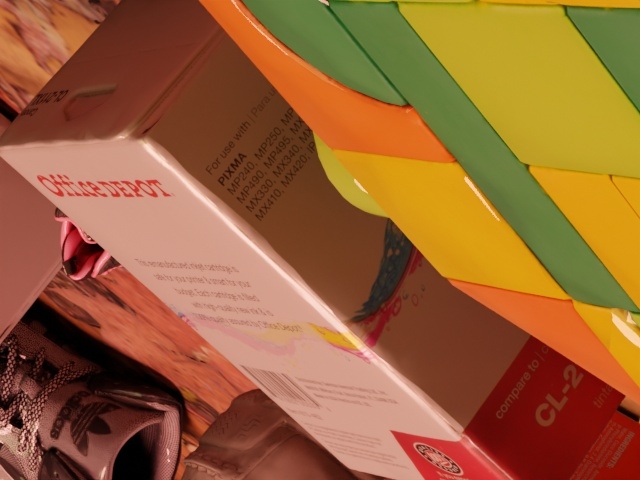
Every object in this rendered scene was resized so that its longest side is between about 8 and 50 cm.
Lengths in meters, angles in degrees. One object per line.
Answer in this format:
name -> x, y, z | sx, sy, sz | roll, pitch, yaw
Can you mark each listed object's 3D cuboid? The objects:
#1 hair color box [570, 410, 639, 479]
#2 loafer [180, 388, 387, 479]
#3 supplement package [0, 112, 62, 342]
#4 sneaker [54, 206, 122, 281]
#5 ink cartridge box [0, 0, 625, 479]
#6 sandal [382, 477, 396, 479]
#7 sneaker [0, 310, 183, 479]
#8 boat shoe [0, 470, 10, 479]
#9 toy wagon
hair color box -> 0.111, 0.107, 0.720 | 0.167, 0.053, 0.093 | 28, 160, 24
loafer -> 0.054, 0.204, 0.981 | 0.319, 0.111, 0.112 | 41, 162, -12
supplement package -> -0.275, -0.033, 0.899 | 0.293, 0.177, 0.175 | 41, 163, -11
sneaker -> -0.087, -0.005, 0.809 | 0.047, 0.057, 0.119 | 32, 163, 9
ink cartridge box -> 0.000, 0.000, 0.624 | 0.175, 0.072, 0.127 | 44, 163, -21
sandal -> 0.126, 0.191, 0.853 | 0.265, 0.102, 0.076 | 38, 166, 27
sneaker -> -0.172, 0.081, 1.134 | 0.153, 0.101, 0.268 | 16, 159, 47
boat shoe -> -0.215, 0.138, 1.384 | 0.079, 0.081, 0.227 | 22, 158, 39
toy wagon -> 0.034, -0.077, 0.370 | 0.344, 0.068, 0.267 | 47, 160, -30
